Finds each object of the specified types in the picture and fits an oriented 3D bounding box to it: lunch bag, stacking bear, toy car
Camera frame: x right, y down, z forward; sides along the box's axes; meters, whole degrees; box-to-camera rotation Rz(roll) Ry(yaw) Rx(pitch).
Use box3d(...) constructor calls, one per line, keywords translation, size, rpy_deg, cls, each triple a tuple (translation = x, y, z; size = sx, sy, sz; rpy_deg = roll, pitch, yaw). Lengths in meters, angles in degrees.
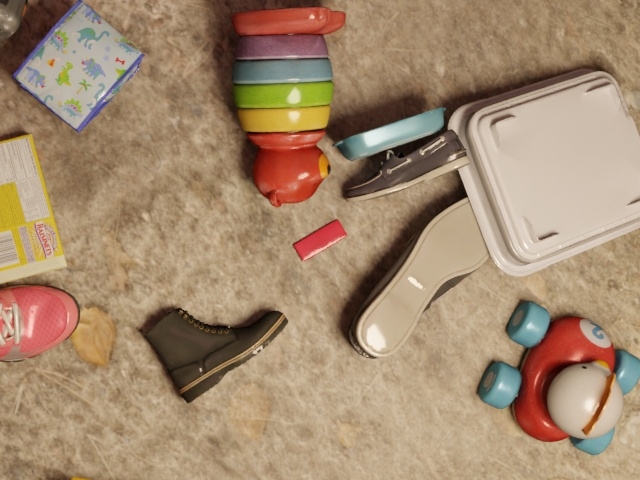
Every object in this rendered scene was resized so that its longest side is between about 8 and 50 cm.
box3d(translation=(-0.357, -0.253, 1.542), size=(0.129, 0.096, 0.151), rpy_deg=(40, 73, -8), cls="lunch bag")
box3d(translation=(-0.049, -0.197, 1.574), size=(0.164, 0.175, 0.289), rpy_deg=(0, 99, 13), cls="stacking bear")
box3d(translation=(0.404, 0.222, 1.606), size=(0.219, 0.238, 0.210), rpy_deg=(28, 84, -10), cls="toy car")

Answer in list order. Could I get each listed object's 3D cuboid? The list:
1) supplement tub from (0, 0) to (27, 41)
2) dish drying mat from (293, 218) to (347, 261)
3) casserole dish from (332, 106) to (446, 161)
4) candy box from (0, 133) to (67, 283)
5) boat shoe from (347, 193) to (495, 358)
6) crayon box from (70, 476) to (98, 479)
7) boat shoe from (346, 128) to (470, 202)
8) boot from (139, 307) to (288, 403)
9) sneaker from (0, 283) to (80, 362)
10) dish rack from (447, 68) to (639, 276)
box3d(translation=(-0.495, -0.424, 1.462), size=(0.207, 0.207, 0.338), rpy_deg=(17, 86, -10), cls="supplement tub")
box3d(translation=(0.000, 0.000, 1.650), size=(0.083, 0.008, 0.032), rpy_deg=(-31, 94, -9), cls="dish drying mat")
box3d(translation=(0.111, -0.162, 1.620), size=(0.188, 0.114, 0.037), rpy_deg=(-19, 92, -10), cls="casserole dish")
box3d(translation=(-0.455, -0.047, 1.554), size=(0.105, 0.027, 0.205), rpy_deg=(-15, 92, -13), cls="candy box")
box3d(translation=(0.160, 0.048, 1.648), size=(0.112, 0.095, 0.335), rpy_deg=(46, 76, -10), cls="boat shoe")
box3d(translation=(-0.273, 0.462, 1.506), size=(0.319, 0.081, 0.202), rpy_deg=(10, 55, -11), cls="crayon box")
box3d(translation=(0.128, -0.113, 1.618), size=(0.206, 0.075, 0.065), rpy_deg=(-19, 89, 21), cls="boat shoe")
box3d(translation=(-0.161, 0.135, 1.587), size=(0.198, 0.077, 0.137), rpy_deg=(-37, 90, -10), cls="boot")
box3d(translation=(-0.502, 0.129, 1.486), size=(0.314, 0.136, 0.115), rpy_deg=(-5, 91, -11), cls="sneaker")
box3d(translation=(0.386, -0.120, 1.657), size=(0.333, 0.072, 0.285), rpy_deg=(-20, 88, -24), cls="dish rack")
